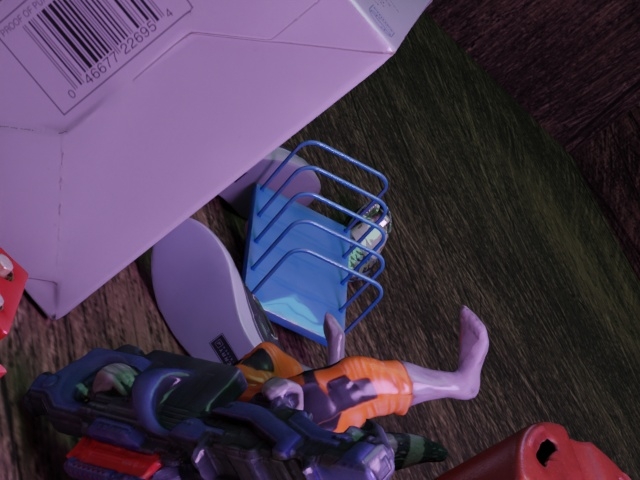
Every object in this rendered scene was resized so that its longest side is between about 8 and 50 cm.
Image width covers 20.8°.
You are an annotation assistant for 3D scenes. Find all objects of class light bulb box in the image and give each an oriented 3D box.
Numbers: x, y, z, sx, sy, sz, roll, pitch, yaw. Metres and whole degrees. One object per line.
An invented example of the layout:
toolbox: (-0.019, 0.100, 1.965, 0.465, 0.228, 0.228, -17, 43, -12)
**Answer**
light bulb box: (-0.118, -0.161, 1.475, 0.225, 0.358, 0.361, 51, 15, -7)

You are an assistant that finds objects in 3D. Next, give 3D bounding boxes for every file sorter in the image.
file sorter: (0.000, 0.000, 1.769, 0.118, 0.104, 0.170, 27, 40, -20)

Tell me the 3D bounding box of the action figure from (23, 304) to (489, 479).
action figure: (-0.027, 0.156, 1.199, 0.341, 0.330, 0.178, 14, -55, 50)

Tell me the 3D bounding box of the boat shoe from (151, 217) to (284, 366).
boat shoe: (-0.075, 0.084, 1.563, 0.228, 0.080, 0.076, 58, 12, 18)

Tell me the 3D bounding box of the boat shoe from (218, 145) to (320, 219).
boat shoe: (-0.101, -0.094, 1.855, 0.267, 0.096, 0.088, 16, 42, -49)

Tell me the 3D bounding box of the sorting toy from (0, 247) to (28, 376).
sorting toy: (-0.298, 0.024, 1.081, 0.257, 0.089, 0.255, 46, 17, -18)

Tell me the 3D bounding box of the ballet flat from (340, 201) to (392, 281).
ballet flat: (0.054, -0.007, 2.112, 0.070, 0.070, 0.188, 48, 17, -10)

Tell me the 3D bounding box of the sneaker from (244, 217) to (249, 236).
sneaker: (-0.030, 0.031, 1.834, 0.134, 0.051, 0.070, 52, 11, -12)

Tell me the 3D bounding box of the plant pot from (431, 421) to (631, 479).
plant pot: (0.110, 0.280, 1.246, 0.272, 0.265, 0.272, 40, 25, -23)
